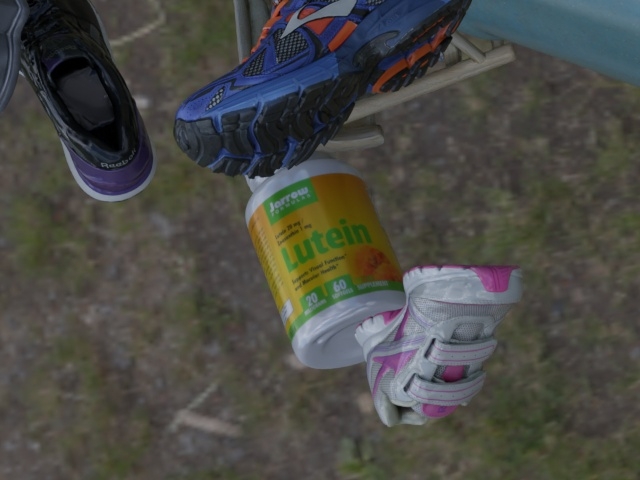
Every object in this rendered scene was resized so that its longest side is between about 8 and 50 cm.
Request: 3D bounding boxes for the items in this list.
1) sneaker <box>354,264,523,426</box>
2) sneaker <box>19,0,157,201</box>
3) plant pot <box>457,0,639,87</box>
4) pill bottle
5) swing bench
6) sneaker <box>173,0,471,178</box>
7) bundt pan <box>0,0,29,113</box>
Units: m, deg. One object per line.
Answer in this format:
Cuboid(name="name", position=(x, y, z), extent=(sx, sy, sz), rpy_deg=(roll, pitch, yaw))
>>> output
Cuboid(name="sneaker", position=(0.112, 0.095, 1.499), extent=(0.252, 0.103, 0.111), rpy_deg=(125, 141, -61))
Cuboid(name="sneaker", position=(-0.241, -0.179, 1.596), extent=(0.283, 0.107, 0.124), rpy_deg=(56, 170, 13))
Cuboid(name="plant pot", position=(0.249, -0.269, 1.333), extent=(0.334, 0.341, 0.341), rpy_deg=(32, 116, 34))
Cuboid(name="pill bottle", position=(0.000, 0.000, 1.791), extent=(0.136, 0.136, 0.245), rpy_deg=(-44, 56, 37))
Cuboid(name="swing bench", position=(0.043, -0.248, 1.783), extent=(0.255, 0.165, 0.253), rpy_deg=(-33, 42, 28))
Cuboid(name="sneaker", position=(-0.009, -0.112, 1.025), extent=(0.087, 0.221, 0.083), rpy_deg=(43, 143, 18))
Cuboid(name="bundt pan", position=(-0.417, -0.188, 1.494), extent=(0.331, 0.124, 0.330), rpy_deg=(-5, 81, 36))
